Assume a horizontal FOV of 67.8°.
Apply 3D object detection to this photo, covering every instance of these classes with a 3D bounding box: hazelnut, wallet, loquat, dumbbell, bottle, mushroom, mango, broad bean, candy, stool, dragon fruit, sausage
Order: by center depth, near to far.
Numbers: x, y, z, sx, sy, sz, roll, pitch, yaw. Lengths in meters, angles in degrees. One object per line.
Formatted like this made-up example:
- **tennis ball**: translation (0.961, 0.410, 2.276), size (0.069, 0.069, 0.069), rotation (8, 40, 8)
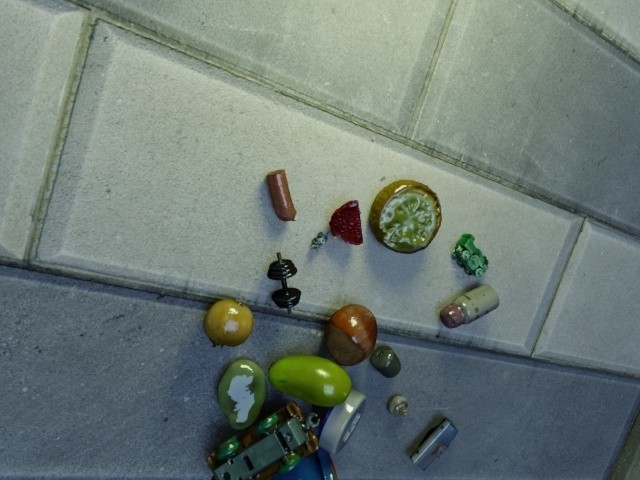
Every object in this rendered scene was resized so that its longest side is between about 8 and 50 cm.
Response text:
- **loquat**: translation (-0.279, 0.251, 1.449), size (0.163, 0.137, 0.163), rotation (-18, 123, -31)
- **sausage**: translation (-0.117, -0.130, 1.465), size (0.065, 0.065, 0.170), rotation (-20, 112, -18)
- **dumbbell**: translation (-0.115, 0.136, 1.513), size (0.099, 0.099, 0.209), rotation (-16, 110, -20)
- **broad bean**: translation (-0.250, 0.502, 1.554), size (0.169, 0.100, 0.228), rotation (-20, 109, -24)
- **dragon fruit**: translation (0.080, -0.065, 1.565), size (0.106, 0.083, 0.162), rotation (-10, 121, 0)
- **mango**: translation (-0.030, 0.457, 1.585), size (0.272, 0.185, 0.149), rotation (13, 91, 11)
- **hazelnut**: translation (0.108, 0.318, 1.626), size (0.214, 0.176, 0.215), rotation (-35, 141, -34)
- **candy**: translation (0.292, -0.081, 1.630), size (0.259, 0.118, 0.260), rotation (-5, 105, -20)
- **stool**: translation (0.244, 0.450, 1.763), size (0.096, 0.096, 0.110), rotation (-43, 122, -8)
- **bottle**: translation (0.572, 0.263, 1.852), size (0.233, 0.110, 0.110), rotation (-24, 112, -16)
- **mushroom**: translation (0.310, 0.652, 1.853), size (0.085, 0.079, 0.085), rotation (-10, 112, -26)
- **wallet**: translation (0.475, 0.846, 1.987), size (0.231, 0.069, 0.170), rotation (-46, 135, -3)

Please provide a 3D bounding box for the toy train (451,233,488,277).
- **toy train**: translation (0.578, 0.065, 1.826), size (0.178, 0.071, 0.105), rotation (45, 73, -26)

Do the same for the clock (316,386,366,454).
- **clock**: translation (0.078, 0.632, 1.675), size (0.230, 0.083, 0.231), rotation (-48, 155, -32)

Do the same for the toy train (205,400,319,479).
- **toy train**: translation (-0.180, 0.683, 1.562), size (0.429, 0.249, 0.178), rotation (-33, 76, 2)

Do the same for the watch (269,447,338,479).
- **watch**: translation (-0.077, 0.899, 1.689), size (0.274, 0.242, 0.306), rotation (-4, 125, -13)

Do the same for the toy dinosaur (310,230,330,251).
- **toy dinosaur**: translation (0.000, 0.000, 1.557), size (0.083, 0.047, 0.030), rotation (-47, 115, -5)
